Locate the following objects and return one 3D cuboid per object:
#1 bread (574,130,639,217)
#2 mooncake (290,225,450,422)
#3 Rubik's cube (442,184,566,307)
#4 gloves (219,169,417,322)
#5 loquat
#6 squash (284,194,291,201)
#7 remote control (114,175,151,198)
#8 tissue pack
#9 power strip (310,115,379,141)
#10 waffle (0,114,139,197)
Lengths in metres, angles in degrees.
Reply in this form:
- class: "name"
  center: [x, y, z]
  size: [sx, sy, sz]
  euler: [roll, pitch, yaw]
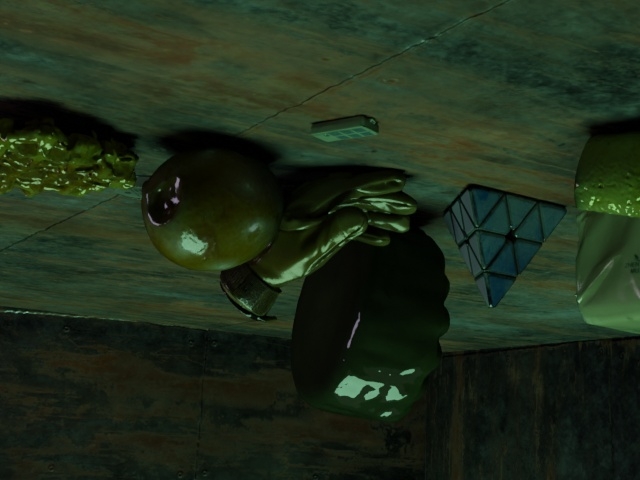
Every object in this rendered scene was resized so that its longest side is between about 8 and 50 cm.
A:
- class: "bread"
  center: [0.384, -0.083, 1.314]
  size: [0.114, 0.111, 0.129]
  euler: [1, -176, 29]
- class: "mooncake"
  center: [0.092, 0.140, 1.874]
  size: [0.194, 0.356, 0.356]
  euler: [15, 165, -20]
- class: "Rubik's cube"
  center: [0.264, -0.011, 1.662]
  size: [0.211, 0.190, 0.178]
  euler: [-7, 148, 24]
- class: "gloves"
  center: [-0.010, -0.011, 1.603]
  size: [0.331, 0.141, 0.154]
  euler: [-37, 156, 14]
- class: "loquat"
  center: [-0.149, -0.045, 1.487]
  size: [0.179, 0.179, 0.227]
  euler: [-4, 175, 31]
- class: "squash"
  center: [-0.104, -0.036, 1.732]
  size: [0.292, 0.082, 0.082]
  euler: [1, 168, 6]
- class: "remote control"
  center: [-0.209, -0.083, 1.684]
  size: [0.245, 0.022, 0.077]
  euler: [2, 166, 9]
- class: "tissue pack"
  center: [0.610, 0.031, 1.574]
  size: [0.297, 0.207, 0.380]
  euler: [8, 168, -32]
- class: "power strip"
  center: [0.031, -0.141, 1.344]
  size: [0.090, 0.016, 0.040]
  euler: [-5, 166, 34]
- class: "waffle"
  center: [-0.401, -0.110, 1.462]
  size: [0.302, 0.068, 0.325]
  euler: [-3, 173, 18]
